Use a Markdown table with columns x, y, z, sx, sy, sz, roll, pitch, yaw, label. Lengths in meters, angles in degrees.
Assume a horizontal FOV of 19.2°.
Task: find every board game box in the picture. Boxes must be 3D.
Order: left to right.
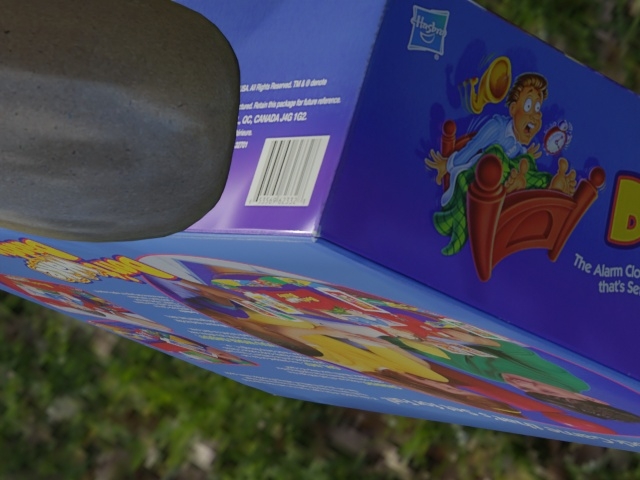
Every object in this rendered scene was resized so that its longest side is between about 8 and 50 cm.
| x | y | z | sx | sy | sz | roll | pitch | yaw | label |
| --- | --- | --- | --- | --- | --- | --- | --- | --- | --- |
| 0.000 | 0.000 | 0.678 | 0.233 | 0.078 | 0.347 | 24 | 167 | -33 | board game box |

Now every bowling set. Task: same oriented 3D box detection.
| x | y | z | sx | sy | sz | roll | pitch | yaw | label |
| --- | --- | --- | --- | --- | --- | --- | --- | --- | --- |
| -0.064 | -0.135 | 0.320 | 0.154 | 0.287 | 0.200 | 8 | 180 | -12 | bowling set |
